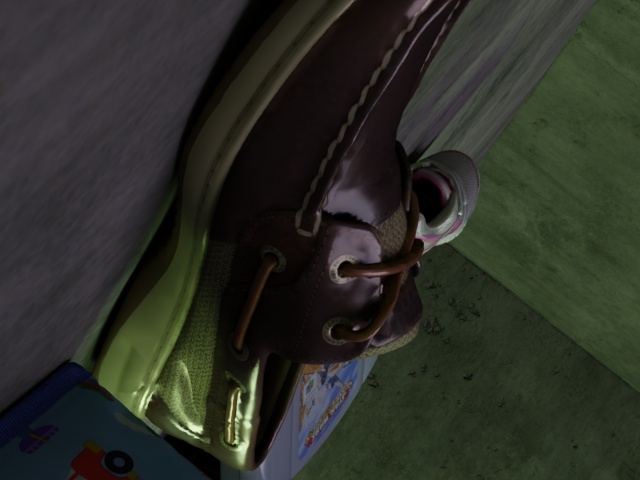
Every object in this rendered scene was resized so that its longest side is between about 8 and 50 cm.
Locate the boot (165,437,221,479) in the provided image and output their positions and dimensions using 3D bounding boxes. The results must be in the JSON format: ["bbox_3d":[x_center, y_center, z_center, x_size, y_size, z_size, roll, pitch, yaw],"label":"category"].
[{"bbox_3d":[-0.062,0.306,1.175,0.131,0.260,0.348,-54,173,20],"label":"boot"}]

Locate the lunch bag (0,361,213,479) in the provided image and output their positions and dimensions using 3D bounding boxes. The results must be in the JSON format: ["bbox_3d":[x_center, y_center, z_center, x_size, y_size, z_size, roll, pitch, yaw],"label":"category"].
[{"bbox_3d":[-0.116,0.209,0.413,0.138,0.221,0.293,-55,173,23],"label":"lunch bag"}]

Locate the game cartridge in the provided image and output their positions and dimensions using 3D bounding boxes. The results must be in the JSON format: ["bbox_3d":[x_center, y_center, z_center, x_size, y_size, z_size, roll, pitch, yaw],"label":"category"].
[{"bbox_3d":[-0.010,0.126,1.130,0.297,0.062,0.198,-46,141,-50],"label":"game cartridge"}]

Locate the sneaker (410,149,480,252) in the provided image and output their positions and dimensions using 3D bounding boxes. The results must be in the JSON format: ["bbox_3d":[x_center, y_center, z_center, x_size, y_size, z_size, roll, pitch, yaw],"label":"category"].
[{"bbox_3d":[0.134,-0.047,1.298,0.252,0.103,0.111,-46,173,-46],"label":"sneaker"}]

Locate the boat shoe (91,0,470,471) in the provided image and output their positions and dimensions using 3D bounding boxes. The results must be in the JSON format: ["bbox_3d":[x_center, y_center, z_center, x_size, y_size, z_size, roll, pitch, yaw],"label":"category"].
[{"bbox_3d":[0.000,0.000,0.501,0.123,0.123,0.342,-44,170,-50],"label":"boat shoe"}]
